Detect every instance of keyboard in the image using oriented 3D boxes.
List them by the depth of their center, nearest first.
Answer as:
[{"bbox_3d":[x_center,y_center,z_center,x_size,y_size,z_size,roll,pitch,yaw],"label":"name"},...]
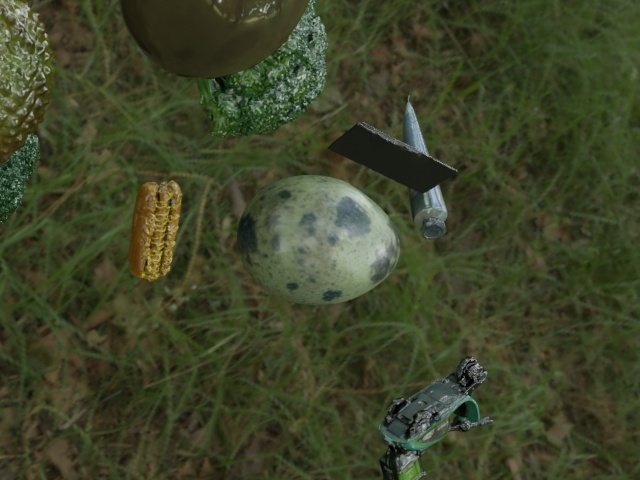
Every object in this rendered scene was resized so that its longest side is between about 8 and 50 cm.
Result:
[{"bbox_3d":[0.105,-0.118,1.391,0.197,0.074,0.015,22,54,-35],"label":"keyboard"}]

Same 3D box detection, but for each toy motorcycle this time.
[{"bbox_3d":[0.139,0.212,1.156,0.173,0.058,0.100,-33,125,-28],"label":"toy motorcycle"}]

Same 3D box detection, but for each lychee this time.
[{"bbox_3d":[-0.445,-0.199,1.135,0.270,0.320,0.269,-7,100,-45],"label":"lychee"}]

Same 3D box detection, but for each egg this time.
[{"bbox_3d":[0.000,0.000,1.052,0.182,0.141,0.141,8,62,-15],"label":"egg"}]

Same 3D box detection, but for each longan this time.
[{"bbox_3d":[-0.113,-0.290,1.011,0.215,0.246,0.246,32,51,-23],"label":"longan"}]

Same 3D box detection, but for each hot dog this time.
[{"bbox_3d":[-0.251,-0.013,1.464,0.071,0.165,0.045,-7,31,-36],"label":"hot dog"}]

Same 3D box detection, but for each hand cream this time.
[{"bbox_3d":[0.169,-0.122,1.666,0.058,0.091,0.271,-7,56,-2],"label":"hand cream"}]

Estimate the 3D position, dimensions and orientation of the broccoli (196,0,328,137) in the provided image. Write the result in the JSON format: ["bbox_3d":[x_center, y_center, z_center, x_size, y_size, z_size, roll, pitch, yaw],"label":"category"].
[{"bbox_3d":[-0.101,-0.277,1.404,0.242,0.269,0.261,32,12,-13],"label":"broccoli"}]

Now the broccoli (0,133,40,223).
[{"bbox_3d":[-0.557,-0.134,1.470,0.245,0.265,0.294,54,5,39],"label":"broccoli"}]
